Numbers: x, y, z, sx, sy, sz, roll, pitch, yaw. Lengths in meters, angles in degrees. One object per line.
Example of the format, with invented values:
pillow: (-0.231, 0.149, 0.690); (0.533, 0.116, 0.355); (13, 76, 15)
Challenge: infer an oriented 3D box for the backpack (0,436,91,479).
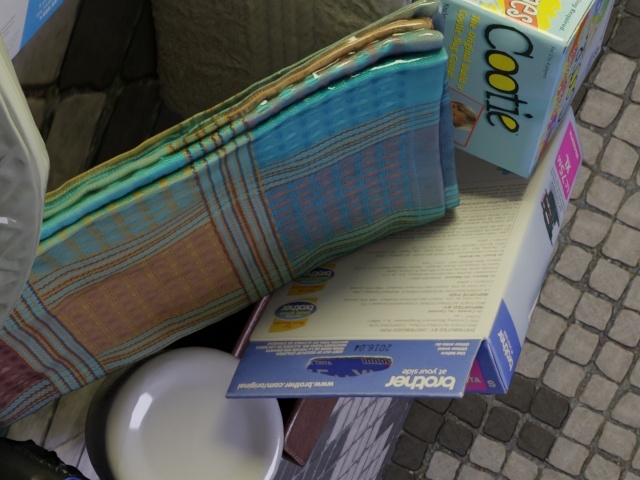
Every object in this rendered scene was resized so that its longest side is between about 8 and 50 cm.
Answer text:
backpack: (-0.220, 0.224, 0.938); (0.158, 0.117, 0.173); (-62, 166, -12)

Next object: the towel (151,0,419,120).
towel: (-0.028, -0.146, 0.863); (0.282, 0.187, 0.049); (92, 23, -57)

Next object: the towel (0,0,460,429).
towel: (-0.079, 0.004, 0.829); (0.370, 0.040, 0.271); (-27, 159, -4)

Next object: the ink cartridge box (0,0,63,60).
ink cartridge box: (-0.170, -0.154, 0.582); (0.104, 0.060, 0.180); (-56, 164, -29)

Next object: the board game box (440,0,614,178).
board game box: (0.060, -0.187, 0.926); (0.142, 0.275, 0.144); (-56, 164, -30)

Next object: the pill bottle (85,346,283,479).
pill bottle: (-0.118, 0.151, 1.042); (0.131, 0.131, 0.229); (-62, -169, -13)

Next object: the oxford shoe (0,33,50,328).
oxford shoe: (-0.196, -0.080, 0.475); (0.169, 0.130, 0.449); (-14, 145, -17)

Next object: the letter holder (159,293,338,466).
letter holder: (-0.027, 0.035, 1.265); (0.302, 0.152, 0.214); (-61, 164, -13)

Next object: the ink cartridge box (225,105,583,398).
ink cartridge box: (0.071, 0.018, 0.970); (0.311, 0.186, 0.065); (-61, 139, -44)
